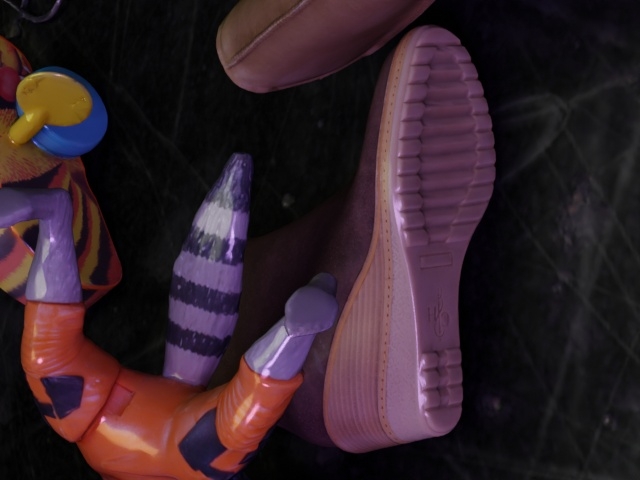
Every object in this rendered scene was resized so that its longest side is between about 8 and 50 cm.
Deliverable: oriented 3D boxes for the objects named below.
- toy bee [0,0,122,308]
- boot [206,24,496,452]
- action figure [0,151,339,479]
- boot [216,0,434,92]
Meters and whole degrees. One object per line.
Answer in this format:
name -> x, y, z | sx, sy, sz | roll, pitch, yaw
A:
toy bee -> -0.253, -0.084, 1.368 | 0.195, 0.162, 0.298 | -57, 46, 26
boot -> 0.000, 0.000, 1.116 | 0.207, 0.090, 0.248 | 0, 86, 46
action figure -> -0.038, 0.135, 1.054 | 0.178, 0.341, 0.330 | -67, -16, -51
boot -> 0.081, -0.183, 1.035 | 0.089, 0.236, 0.269 | 67, 156, 5
